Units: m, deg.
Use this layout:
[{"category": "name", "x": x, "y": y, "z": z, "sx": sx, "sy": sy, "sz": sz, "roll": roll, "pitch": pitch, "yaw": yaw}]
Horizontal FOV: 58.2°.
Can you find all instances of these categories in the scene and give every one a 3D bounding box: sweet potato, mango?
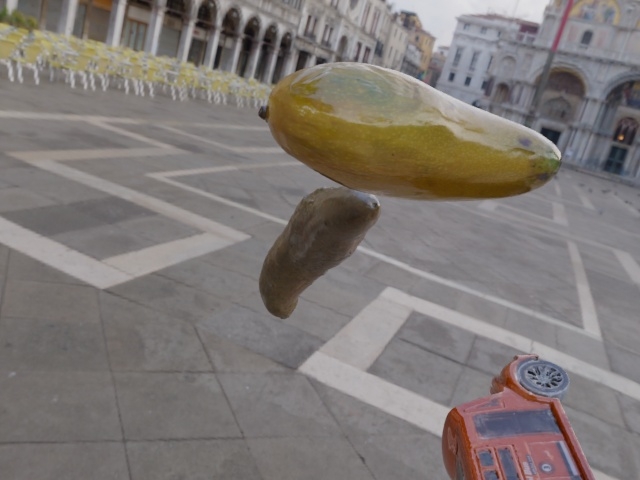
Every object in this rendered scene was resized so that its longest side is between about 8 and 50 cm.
[{"category": "sweet potato", "x": 0.000, "y": -0.002, "z": 0.737, "sx": 0.092, "sy": 0.114, "sz": 0.341, "roll": 17, "pitch": -30, "yaw": -16}, {"category": "mango", "x": 0.054, "y": -0.065, "z": 0.371, "sx": 0.190, "sy": 0.075, "sz": 0.098, "roll": 9, "pitch": 0, "yaw": -8}]

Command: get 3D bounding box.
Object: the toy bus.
[{"category": "toy bus", "x": 0.214, "y": 0.268, "z": 0.590, "sx": 0.153, "sy": 0.143, "sz": 0.329, "roll": -4, "pitch": 31, "yaw": 4}]
